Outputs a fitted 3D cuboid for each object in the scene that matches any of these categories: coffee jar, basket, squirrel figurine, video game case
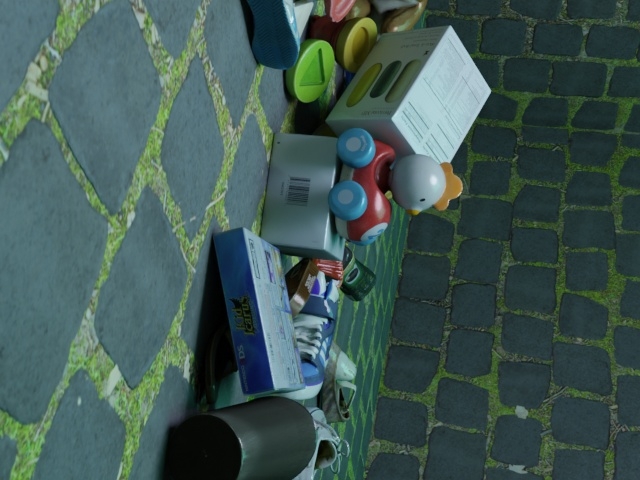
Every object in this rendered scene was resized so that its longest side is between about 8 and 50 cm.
[{"bbox_3d":[0.066,0.079,2.205,0.096,0.079,0.184,-51,140,-5],"label":"coffee jar"},{"bbox_3d":[-0.134,0.335,1.370,0.154,0.204,0.227,70,15,14],"label":"basket"},{"bbox_3d":[0.183,-0.629,2.161,0.370,0.281,0.397,91,14,-53],"label":"squirrel figurine"},{"bbox_3d":[-0.101,0.130,1.475,0.244,0.061,0.269,39,39,-75],"label":"video game case"}]

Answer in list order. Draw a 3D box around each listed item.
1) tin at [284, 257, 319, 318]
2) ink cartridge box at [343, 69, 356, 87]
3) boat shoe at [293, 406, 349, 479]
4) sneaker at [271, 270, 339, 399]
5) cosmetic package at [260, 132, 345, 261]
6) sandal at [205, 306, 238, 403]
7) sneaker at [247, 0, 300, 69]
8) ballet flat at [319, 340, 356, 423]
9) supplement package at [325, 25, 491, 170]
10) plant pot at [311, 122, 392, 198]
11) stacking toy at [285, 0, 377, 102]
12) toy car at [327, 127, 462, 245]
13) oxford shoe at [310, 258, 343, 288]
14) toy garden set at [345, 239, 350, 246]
[{"bbox_3d":[-0.059,0.109,1.776,0.040,0.106,0.190,46,33,-16],"label":"tin"},{"bbox_3d":[0.142,-0.550,2.471,0.330,0.071,0.324,55,43,-75],"label":"ink cartridge box"},{"bbox_3d":[-0.005,0.516,2.097,0.367,0.156,0.136,-34,129,-74],"label":"boat shoe"},{"bbox_3d":[-0.038,0.185,1.823,0.323,0.130,0.236,-35,132,-76],"label":"sneaker"},{"bbox_3d":[-0.020,-0.083,1.768,0.224,0.138,0.224,35,62,-78],"label":"cosmetic package"},{"bbox_3d":[-0.150,0.185,1.464,0.219,0.060,0.090,-68,160,-53],"label":"sandal"},{"bbox_3d":[-0.076,-0.391,1.462,0.229,0.087,0.092,84,15,-53],"label":"sneaker"},{"bbox_3d":[0.049,0.390,2.413,0.107,0.106,0.316,-68,160,-52],"label":"ballet flat"},{"bbox_3d":[0.190,-0.288,1.823,0.198,0.199,0.263,47,64,-35],"label":"supplement package"},{"bbox_3d":[0.093,-0.209,2.035,0.239,0.254,0.254,-16,112,-61],"label":"plant pot"},{"bbox_3d":[-0.022,-0.455,1.764,0.279,0.130,0.309,-46,146,-28],"label":"stacking toy"},{"bbox_3d":[0.156,-0.094,1.681,0.219,0.238,0.210,54,44,-70],"label":"toy car"},{"bbox_3d":[0.000,0.000,2.090,0.098,0.097,0.271,147,-50,-63],"label":"oxford shoe"},{"bbox_3d":[0.074,-0.027,2.305,0.204,0.049,0.244,-51,147,-64],"label":"toy garden set"}]
